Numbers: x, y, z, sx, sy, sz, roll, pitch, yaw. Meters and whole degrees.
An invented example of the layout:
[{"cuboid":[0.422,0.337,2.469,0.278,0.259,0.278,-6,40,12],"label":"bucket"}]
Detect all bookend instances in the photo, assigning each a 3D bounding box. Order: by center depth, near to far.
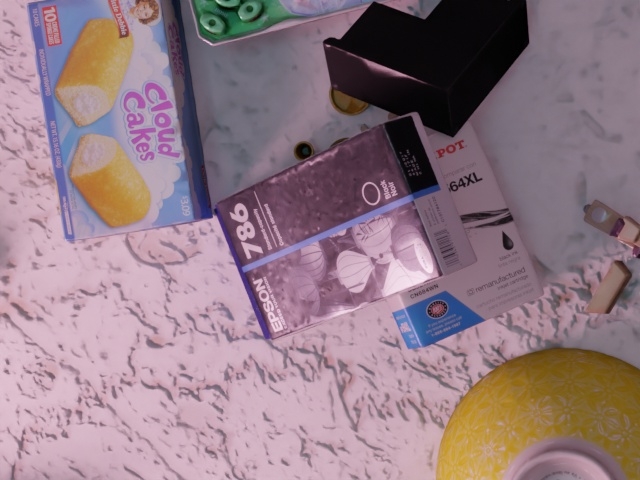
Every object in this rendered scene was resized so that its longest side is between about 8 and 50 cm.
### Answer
[{"cuboid":[0.112,-0.208,1.840,0.157,0.072,0.156,24,59,26],"label":"bookend"}]

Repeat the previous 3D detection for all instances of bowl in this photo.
[{"cuboid":[0.256,0.263,1.813,0.289,0.156,0.289,0,92,9],"label":"bowl"}]

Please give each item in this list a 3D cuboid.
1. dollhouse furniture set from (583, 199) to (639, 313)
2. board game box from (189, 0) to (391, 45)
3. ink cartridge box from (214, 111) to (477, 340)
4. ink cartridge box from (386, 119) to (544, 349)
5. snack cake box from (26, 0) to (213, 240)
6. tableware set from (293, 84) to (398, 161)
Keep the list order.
[{"cuboid":[0.287,0.016,1.841,0.081,0.091,0.114,33,101,22],"label":"dollhouse furniture set"},{"cuboid":[0.013,-0.441,1.849,0.390,0.050,0.390,-14,90,1],"label":"board game box"},{"cuboid":[0.000,0.000,1.805,0.332,0.065,0.165,-25,88,45],"label":"ink cartridge box"},{"cuboid":[0.124,-0.006,1.843,0.148,0.086,0.203,-24,89,-7],"label":"ink cartridge box"},{"cuboid":[-0.217,-0.140,1.910,0.152,0.089,0.264,-9,91,11],"label":"snack cake box"},{"cuboid":[0.039,-0.131,1.900,0.154,0.024,0.104,-38,86,10],"label":"tableware set"}]
